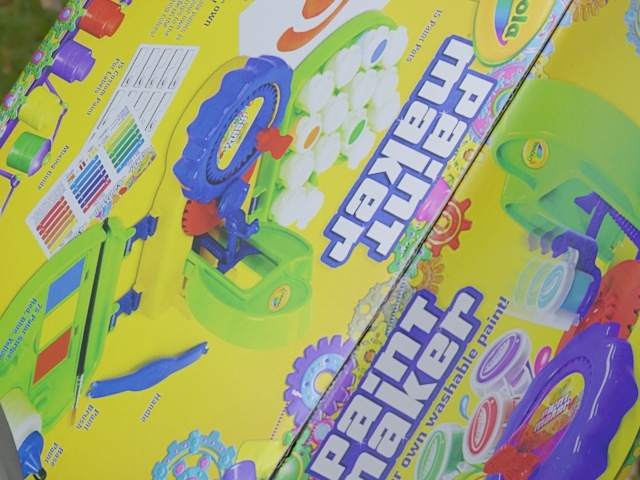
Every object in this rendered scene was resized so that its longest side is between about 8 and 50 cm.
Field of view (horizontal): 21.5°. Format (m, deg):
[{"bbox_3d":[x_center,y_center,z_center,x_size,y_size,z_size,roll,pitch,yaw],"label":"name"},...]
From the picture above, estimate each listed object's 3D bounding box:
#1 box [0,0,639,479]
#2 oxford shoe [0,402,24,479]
[{"bbox_3d":[0.000,0.000,0.720,0.279,0.177,0.290,31,88,48],"label":"box"},{"bbox_3d":[-0.120,0.028,0.306,0.130,0.449,0.169,17,42,26],"label":"oxford shoe"}]
